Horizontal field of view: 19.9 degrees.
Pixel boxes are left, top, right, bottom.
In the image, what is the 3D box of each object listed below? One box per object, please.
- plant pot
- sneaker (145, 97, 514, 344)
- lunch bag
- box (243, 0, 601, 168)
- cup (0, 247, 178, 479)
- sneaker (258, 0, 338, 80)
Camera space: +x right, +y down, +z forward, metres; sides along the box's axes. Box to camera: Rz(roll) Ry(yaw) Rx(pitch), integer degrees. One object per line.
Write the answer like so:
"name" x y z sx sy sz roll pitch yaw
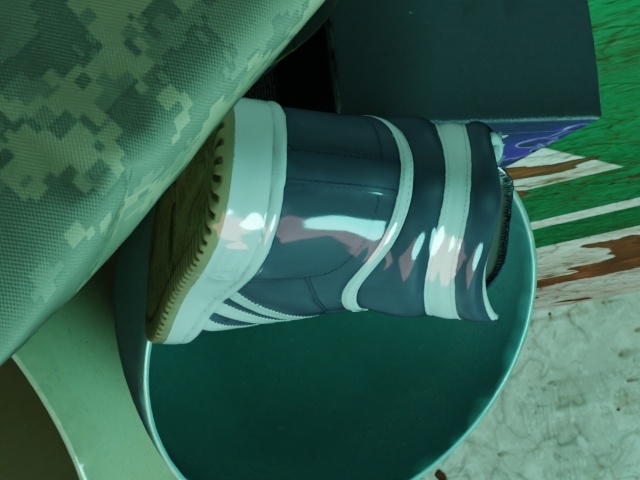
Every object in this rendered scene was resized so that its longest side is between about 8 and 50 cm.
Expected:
"plant pot" -0.026 0.020 1.261 0.290 0.290 0.195 -3 -154 -30
"sneaker" 0.000 0.000 0.893 0.153 0.099 0.282 4 170 -11
"lunch bag" -0.144 -0.052 0.625 0.235 0.169 0.287 -51 -169 -26
"box" 0.034 -0.090 1.003 0.153 0.108 0.207 -3 170 -21
"cup" -0.205 0.091 1.424 0.237 0.331 0.331 -35 -171 -37
"sneaker" -0.129 -0.068 0.866 0.300 0.111 0.121 -21 173 1
